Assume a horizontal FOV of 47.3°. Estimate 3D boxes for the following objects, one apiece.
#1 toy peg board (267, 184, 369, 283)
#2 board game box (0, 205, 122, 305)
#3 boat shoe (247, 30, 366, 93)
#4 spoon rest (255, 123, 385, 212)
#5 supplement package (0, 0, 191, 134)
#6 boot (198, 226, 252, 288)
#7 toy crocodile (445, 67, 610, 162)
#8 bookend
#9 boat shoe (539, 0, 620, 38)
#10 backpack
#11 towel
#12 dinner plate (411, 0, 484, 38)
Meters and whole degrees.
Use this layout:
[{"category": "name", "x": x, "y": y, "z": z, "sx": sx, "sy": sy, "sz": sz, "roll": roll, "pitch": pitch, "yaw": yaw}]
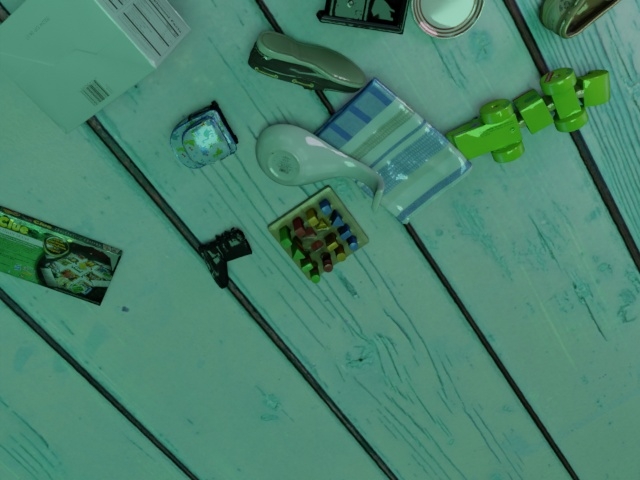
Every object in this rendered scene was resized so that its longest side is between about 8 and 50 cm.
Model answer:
[{"category": "toy peg board", "x": 0.000, "y": 0.000, "z": 1.538, "sx": 0.161, "sy": 0.079, "sz": 0.161, "roll": -33, "pitch": 116, "yaw": 10}, {"category": "board game box", "x": -0.559, "y": 0.035, "z": 1.518, "sx": 0.260, "sy": 0.030, "sz": 0.136, "roll": 23, "pitch": 114, "yaw": -17}, {"category": "boat shoe", "x": -0.024, "y": -0.324, "z": 1.380, "sx": 0.228, "sy": 0.081, "sz": 0.068, "roll": 16, "pitch": 139, "yaw": -22}, {"category": "spoon rest", "x": 0.000, "y": -0.143, "z": 1.447, "sx": 0.276, "sy": 0.084, "sz": 0.137, "roll": 23, "pitch": 129, "yaw": 8}, {"category": "supplement package", "x": -0.394, "y": -0.341, "z": 1.233, "sx": 0.262, "sy": 0.145, "sz": 0.204, "roll": -23, "pitch": 120, "yaw": 36}, {"category": "boot", "x": -0.193, "y": 0.037, "z": 1.555, "sx": 0.099, "sy": 0.045, "sz": 0.121, "roll": -24, "pitch": 116, "yaw": 2}, {"category": "toy crocodile", "x": 0.415, "y": -0.253, "z": 1.458, "sx": 0.340, "sy": 0.105, "sz": 0.115, "roll": -25, "pitch": 117, "yaw": 11}, {"category": "bookend", "x": 0.084, "y": -0.467, "z": 1.321, "sx": 0.156, "sy": 0.072, "sz": 0.157, "roll": 7, "pitch": 115, "yaw": -9}, {"category": "boat shoe", "x": 0.544, "y": -0.481, "z": 1.348, "sx": 0.285, "sy": 0.089, "sz": 0.104, "roll": -42, "pitch": 128, "yaw": 17}, {"category": "backpack", "x": -0.230, "y": -0.194, "z": 1.413, "sx": 0.114, "sy": 0.084, "sz": 0.105, "roll": -24, "pitch": 114, "yaw": 9}, {"category": "towel", "x": 0.140, "y": -0.169, "z": 1.464, "sx": 0.285, "sy": 0.034, "sz": 0.209, "roll": 38, "pitch": 124, "yaw": -21}, {"category": "dinner plate", "x": 0.239, "y": -0.452, "z": 1.378, "sx": 0.141, "sy": 0.017, "sz": 0.141, "roll": -2, "pitch": 116, "yaw": -5}]
